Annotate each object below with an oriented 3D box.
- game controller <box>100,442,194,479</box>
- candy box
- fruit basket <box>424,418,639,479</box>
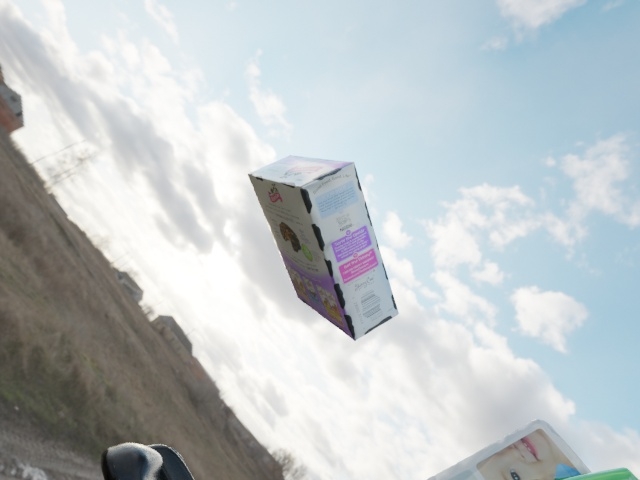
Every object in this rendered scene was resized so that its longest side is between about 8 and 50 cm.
[{"bbox_3d":[-0.109,0.333,0.424,0.319,0.067,0.166,50,-13,21],"label":"game controller"},{"bbox_3d":[0.000,0.000,0.564,0.165,0.070,0.196,25,-41,59],"label":"candy box"},{"bbox_3d":[0.125,0.299,0.259,0.327,0.353,0.165,56,-36,41],"label":"fruit basket"}]
